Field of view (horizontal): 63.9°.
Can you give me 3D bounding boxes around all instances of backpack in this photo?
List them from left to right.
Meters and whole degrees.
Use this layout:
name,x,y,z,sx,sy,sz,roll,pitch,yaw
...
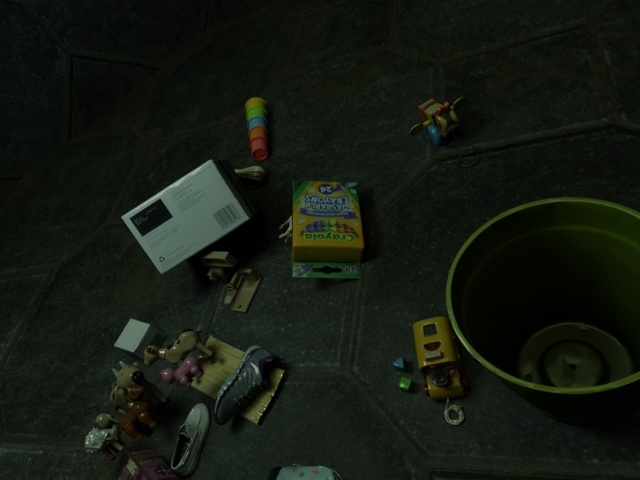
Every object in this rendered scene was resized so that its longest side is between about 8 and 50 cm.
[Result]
name,x,y,z,sx,sy,sz,roll,pitch,yaw
backpack,-0.029,0.553,1.094,0.182,0.115,0.151,-11,47,19

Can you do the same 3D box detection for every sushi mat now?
name,x,y,z,sx,sy,sz,roll,pitch,yaw
sushi mat,-0.243,0.381,1.427,0.317,0.019,0.151,14,63,38

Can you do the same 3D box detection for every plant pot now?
name,x,y,z,sx,sy,sz,roll,pitch,yaw
plant pot,0.458,0.170,0.956,0.367,0.353,0.366,-16,49,18

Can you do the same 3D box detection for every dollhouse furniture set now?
name,x,y,z,sx,sy,sz,roll,pitch,yaw
dollhouse furniture set,-0.298,0.126,1.577,0.144,0.151,0.123,1,55,34

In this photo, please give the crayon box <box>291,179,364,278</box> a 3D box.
name,x,y,z,sx,sy,sz,roll,pitch,yaw
crayon box,0.017,-0.041,1.522,0.203,0.083,0.322,1,50,-5

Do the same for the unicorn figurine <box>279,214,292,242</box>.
name,x,y,z,sx,sy,sz,roll,pitch,yaw
unicorn figurine,-0.080,-0.043,1.636,0.111,0.060,0.161,-42,41,16

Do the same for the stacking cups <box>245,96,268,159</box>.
name,x,y,z,sx,sy,sz,roll,pitch,yaw
stacking cups,-0.258,-0.446,2.077,0.096,0.096,0.316,-19,50,16

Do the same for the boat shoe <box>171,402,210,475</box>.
name,x,y,z,sx,sy,sz,roll,pitch,yaw
boat shoe,-0.346,0.514,1.346,0.066,0.063,0.184,-4,53,28

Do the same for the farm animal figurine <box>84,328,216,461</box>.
name,x,y,z,sx,sy,sz,roll,pitch,yaw
farm animal figurine,-0.474,0.384,1.382,0.327,0.172,0.330,-42,5,31

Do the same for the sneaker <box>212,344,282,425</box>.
name,x,y,z,sx,sy,sz,roll,pitch,yaw
sneaker,-0.189,0.380,1.327,0.098,0.083,0.223,14,63,32

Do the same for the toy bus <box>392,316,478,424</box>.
name,x,y,z,sx,sy,sz,roll,pitch,yaw
toy bus,0.267,0.273,1.159,0.202,0.104,0.191,27,71,42

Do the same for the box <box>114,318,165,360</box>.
name,x,y,z,sx,sy,sz,roll,pitch,yaw
box,-0.570,0.316,1.622,0.102,0.087,0.101,6,58,34

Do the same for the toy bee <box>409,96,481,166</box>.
name,x,y,z,sx,sy,sz,roll,pitch,yaw
toy bee,0.388,-0.380,1.589,0.195,0.162,0.298,-46,46,-13

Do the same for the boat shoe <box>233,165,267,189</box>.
name,x,y,z,sx,sy,sz,roll,pitch,yaw
boat shoe,-0.310,-0.221,1.921,0.224,0.080,0.073,-10,45,17

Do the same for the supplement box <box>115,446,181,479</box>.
name,x,y,z,sx,sy,sz,roll,pitch,yaw
supplement box,-0.423,0.613,1.274,0.188,0.081,0.104,24,95,41

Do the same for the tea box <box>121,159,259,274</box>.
name,x,y,z,sx,sy,sz,roll,pitch,yaw
tea box,-0.402,-0.090,1.672,0.329,0.219,0.323,-32,9,4
